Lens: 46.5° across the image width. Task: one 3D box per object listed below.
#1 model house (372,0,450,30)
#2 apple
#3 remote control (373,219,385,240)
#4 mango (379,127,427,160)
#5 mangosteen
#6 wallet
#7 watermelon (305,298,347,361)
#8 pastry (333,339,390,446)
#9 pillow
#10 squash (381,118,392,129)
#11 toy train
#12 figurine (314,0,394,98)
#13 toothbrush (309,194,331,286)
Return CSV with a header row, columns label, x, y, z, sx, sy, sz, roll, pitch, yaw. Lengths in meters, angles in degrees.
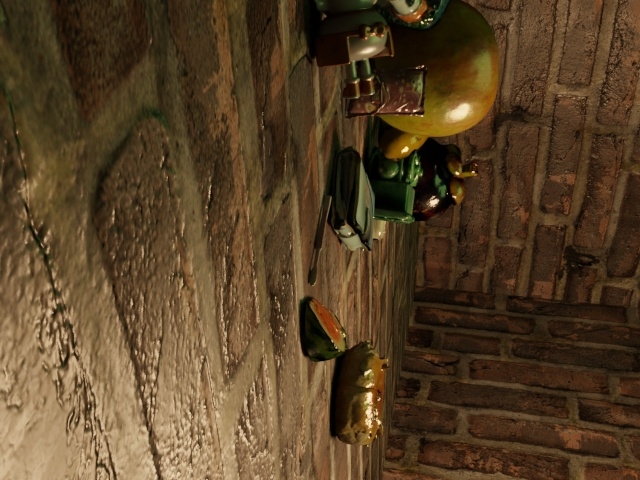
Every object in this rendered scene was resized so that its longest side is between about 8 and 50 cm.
label,x,y,z,sx,sy,sz,roll,pitch,yaw
model house,0.162,-0.604,1.535,0.291,0.184,0.253,12,106,-60
apple,0.264,-0.413,1.804,0.339,0.340,0.339,5,90,-79
remote control,0.181,-0.109,2.232,0.078,0.042,0.221,9,86,-80
mango,0.261,-0.306,2.250,0.098,0.195,0.137,60,-31,3
mangosteen,0.354,-0.203,2.387,0.275,0.302,0.274,-8,90,-72
wallet,0.076,-0.080,1.642,0.250,0.075,0.176,57,36,-71
watermelon,0.005,0.177,1.469,0.245,0.063,0.119,34,43,-71
pastry,0.106,0.396,1.886,0.257,0.121,0.235,83,17,-44
pillow,0.144,-0.327,1.641,0.043,0.185,0.118,-132,-139,-73
squash,0.212,-0.443,2.265,0.219,0.041,0.219,7,90,-83
toy train,0.199,-0.152,2.047,0.266,0.145,0.201,4,94,-78
figurine,0.052,-0.377,1.256,0.143,0.143,0.271,-66,160,-59
toothbrush,0.000,-0.001,1.449,0.017,0.014,0.194,69,28,-65
